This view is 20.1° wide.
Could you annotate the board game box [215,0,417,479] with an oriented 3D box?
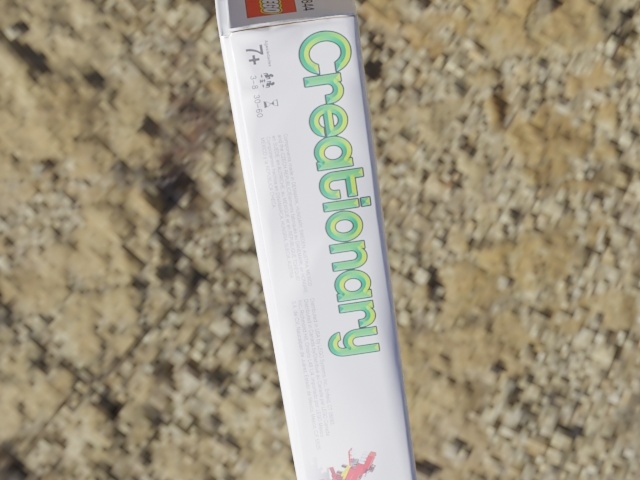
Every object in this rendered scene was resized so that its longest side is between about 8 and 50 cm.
[{"bbox_3d":[0.000,0.000,0.785,0.053,0.193,0.305,-9,123,0],"label":"board game box"}]
